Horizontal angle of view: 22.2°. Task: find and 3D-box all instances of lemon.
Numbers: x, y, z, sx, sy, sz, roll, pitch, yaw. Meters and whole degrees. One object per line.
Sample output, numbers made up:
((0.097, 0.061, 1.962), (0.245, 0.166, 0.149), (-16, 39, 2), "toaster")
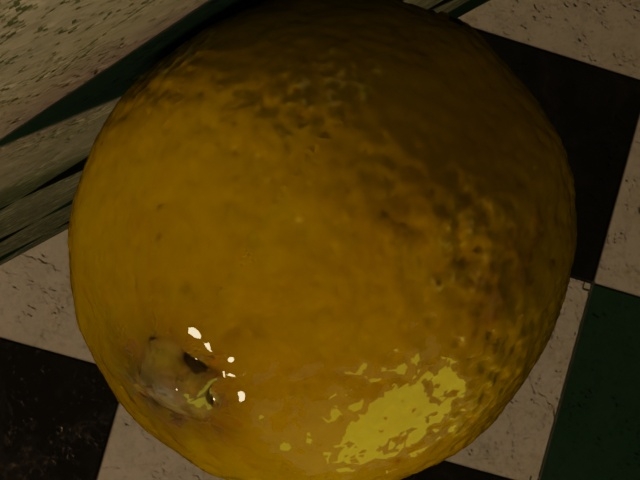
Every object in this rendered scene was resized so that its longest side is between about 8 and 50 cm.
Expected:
((0.001, 0.000, 0.886), (0.293, 0.293, 0.293), (-29, -177, 1), "lemon")
